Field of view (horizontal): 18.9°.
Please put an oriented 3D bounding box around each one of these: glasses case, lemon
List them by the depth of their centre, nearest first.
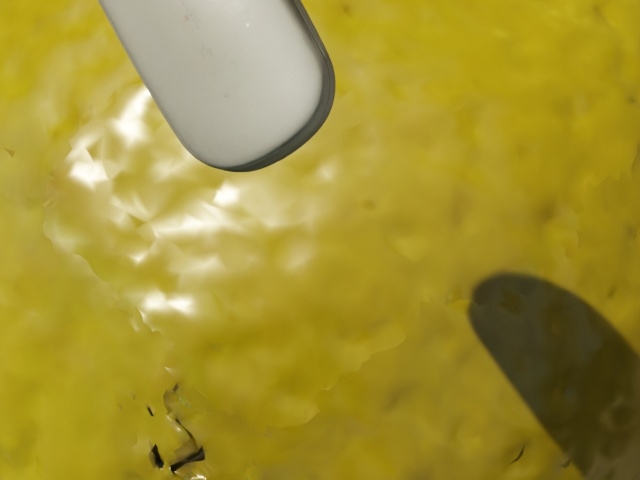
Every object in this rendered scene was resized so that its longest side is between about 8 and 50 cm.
[{"bbox_3d":[-0.026,-0.052,0.360,0.032,0.021,0.083,-33,78,16],"label":"glasses case"},{"bbox_3d":[-0.001,0.002,0.663,0.336,0.336,0.336,22,133,26],"label":"lemon"}]
